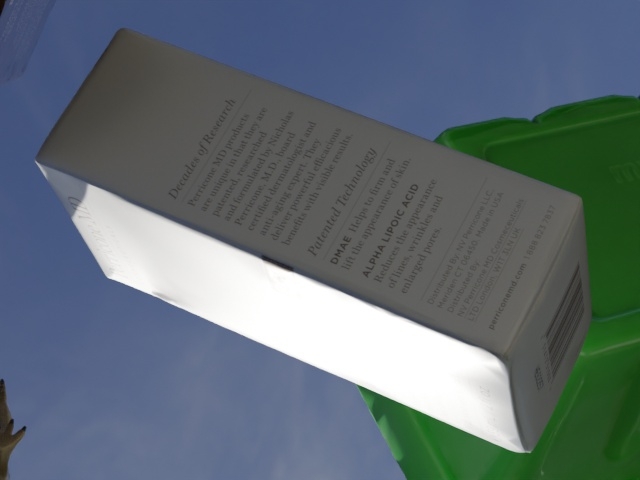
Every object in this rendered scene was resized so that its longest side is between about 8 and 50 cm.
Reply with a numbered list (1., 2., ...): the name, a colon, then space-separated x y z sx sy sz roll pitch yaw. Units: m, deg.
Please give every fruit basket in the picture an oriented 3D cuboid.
1. fruit basket: 0.190 0.091 1.103 0.392 0.283 0.392 -21 -29 -12

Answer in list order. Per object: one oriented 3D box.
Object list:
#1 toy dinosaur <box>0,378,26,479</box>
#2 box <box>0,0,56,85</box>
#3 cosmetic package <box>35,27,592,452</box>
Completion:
1. toy dinosaur: -0.182 0.135 0.873 0.183 0.053 0.092 -85 1 -50
2. box: -0.227 -0.173 0.854 0.381 0.191 0.143 -124 58 -80
3. cosmetic package: 0.000 0.000 0.741 0.085 0.231 0.117 -61 -23 -21
